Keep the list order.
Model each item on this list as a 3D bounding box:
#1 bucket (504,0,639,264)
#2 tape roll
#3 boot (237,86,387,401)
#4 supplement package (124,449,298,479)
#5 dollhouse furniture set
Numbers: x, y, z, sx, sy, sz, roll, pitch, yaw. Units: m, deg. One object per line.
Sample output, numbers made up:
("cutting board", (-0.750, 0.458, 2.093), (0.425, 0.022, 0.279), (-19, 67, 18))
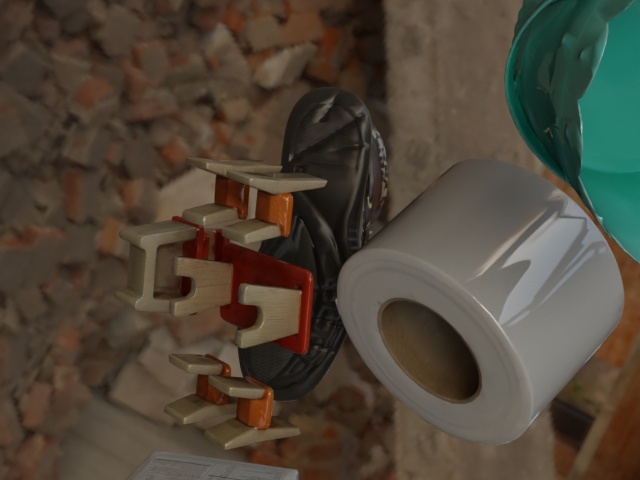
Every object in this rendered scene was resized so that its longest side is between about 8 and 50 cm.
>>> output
("bucket", (0.287, -0.125, 1.030), (0.183, 0.281, 0.281), (-117, -134, -63))
("tape roll", (0.160, 0.062, 1.354), (0.169, 0.246, 0.246), (-42, 156, -31))
("boot", (0.000, 0.000, 1.689), (0.284, 0.138, 0.378), (-26, 124, -82))
("supplement package", (-0.157, 0.396, 1.551), (0.262, 0.198, 0.199), (-42, 135, -67))
("dollhouse furniture set", (-0.088, 0.045, 1.355), (0.135, 0.259, 0.262), (-3, 104, -37))
